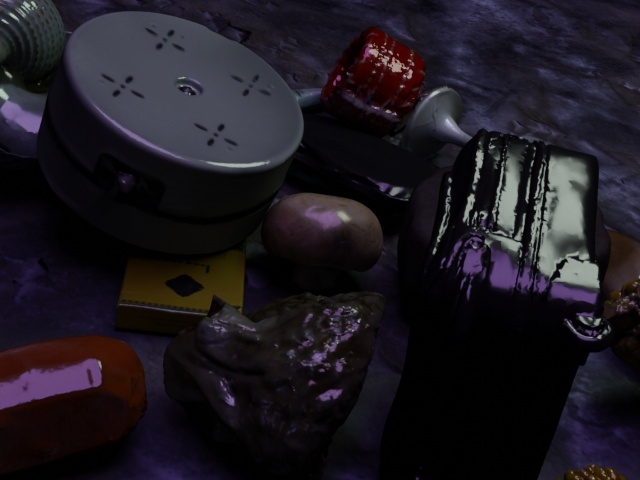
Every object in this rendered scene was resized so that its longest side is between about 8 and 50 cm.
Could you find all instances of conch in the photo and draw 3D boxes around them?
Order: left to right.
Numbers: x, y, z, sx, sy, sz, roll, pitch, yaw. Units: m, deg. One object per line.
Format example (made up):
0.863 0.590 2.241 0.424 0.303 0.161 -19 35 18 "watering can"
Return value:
-0.467 -0.222 1.630 0.303 0.215 0.319 41 47 -13 "conch"

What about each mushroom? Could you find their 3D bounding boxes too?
0.000 0.000 1.511 0.166 0.127 0.166 14 7 -2 "mushroom"

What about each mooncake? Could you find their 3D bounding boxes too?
0.238 0.022 1.518 0.306 0.154 0.306 9 30 -5 "mooncake"

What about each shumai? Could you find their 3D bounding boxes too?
-0.055 0.127 1.220 0.218 0.189 0.256 16 26 6 "shumai"

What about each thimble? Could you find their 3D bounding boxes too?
0.086 -0.263 1.883 0.125 0.163 0.189 30 5 -12 "thimble"

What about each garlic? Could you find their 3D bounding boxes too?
0.434 0.060 1.586 0.143 0.112 0.318 -2 22 -15 "garlic"

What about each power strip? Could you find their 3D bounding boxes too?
-0.205 -0.141 1.498 0.357 0.161 0.357 18 37 -15 "power strip"

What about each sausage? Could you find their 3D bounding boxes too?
-0.298 0.168 1.136 0.258 0.133 0.133 -14 39 -29 "sausage"

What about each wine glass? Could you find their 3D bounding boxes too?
0.283 -0.121 1.790 0.143 0.143 0.321 -20 45 -41 "wine glass"

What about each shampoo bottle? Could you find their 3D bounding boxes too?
-0.053 -0.243 1.969 0.190 0.041 0.069 -12 32 -34 "shampoo bottle"

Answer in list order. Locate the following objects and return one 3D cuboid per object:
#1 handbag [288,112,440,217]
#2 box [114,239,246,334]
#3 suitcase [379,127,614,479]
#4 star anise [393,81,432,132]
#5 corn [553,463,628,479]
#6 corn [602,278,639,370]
0.045 -0.125 1.769 0.332 0.075 0.191 25 29 29 "handbag"
-0.176 0.029 1.481 0.153 0.041 0.279 9 31 -7 "box"
0.187 0.089 1.188 0.188 0.345 0.339 12 39 8 "suitcase"
0.166 -0.252 2.031 0.195 0.065 0.182 0 32 -22 "star anise"
0.318 0.340 1.078 0.101 0.102 0.313 -2 36 -21 "corn"
0.470 0.127 1.394 0.321 0.119 0.119 18 26 -26 "corn"
